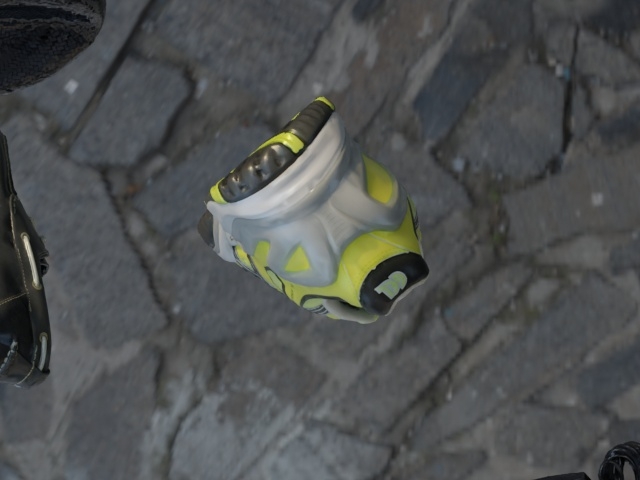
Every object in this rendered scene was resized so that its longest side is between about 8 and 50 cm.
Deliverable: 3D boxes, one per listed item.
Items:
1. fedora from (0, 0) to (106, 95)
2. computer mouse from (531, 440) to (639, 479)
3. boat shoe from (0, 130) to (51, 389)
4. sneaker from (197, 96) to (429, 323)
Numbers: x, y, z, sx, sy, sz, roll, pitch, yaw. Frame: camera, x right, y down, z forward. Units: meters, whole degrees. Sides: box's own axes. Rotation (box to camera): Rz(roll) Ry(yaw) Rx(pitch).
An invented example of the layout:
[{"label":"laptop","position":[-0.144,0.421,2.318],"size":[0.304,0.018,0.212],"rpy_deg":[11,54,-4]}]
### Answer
[{"label":"fedora","position":[-0.294,-0.213,1.358],"size":[0.334,0.153,0.334],"rpy_deg":[-15,152,-8]},{"label":"computer mouse","position":[0.233,0.320,1.773],"size":[0.272,0.072,0.189],"rpy_deg":[-6,90,-26]},{"label":"boat shoe","position":[-0.244,0.008,1.253],"size":[0.079,0.233,0.084],"rpy_deg":[19,132,-34]},{"label":"sneaker","position":[0.000,0.000,1.269],"size":[0.145,0.384,0.147],"rpy_deg":[-40,89,2]}]
